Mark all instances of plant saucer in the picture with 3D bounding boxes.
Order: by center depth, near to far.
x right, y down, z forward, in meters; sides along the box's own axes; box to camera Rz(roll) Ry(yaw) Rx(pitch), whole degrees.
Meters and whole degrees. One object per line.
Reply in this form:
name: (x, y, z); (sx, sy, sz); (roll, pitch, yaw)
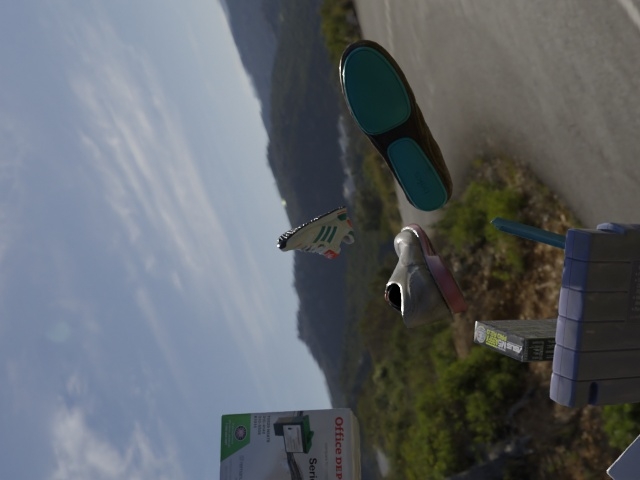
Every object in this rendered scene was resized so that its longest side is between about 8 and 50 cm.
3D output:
plant saucer: (0.431, -0.009, 1.679); (0.067, 0.192, 0.018); (31, -102, -61)

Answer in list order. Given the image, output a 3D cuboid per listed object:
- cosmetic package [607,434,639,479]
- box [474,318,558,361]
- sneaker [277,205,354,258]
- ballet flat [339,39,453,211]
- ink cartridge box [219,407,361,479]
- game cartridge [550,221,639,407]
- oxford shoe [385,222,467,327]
cosmetic package: (0.690, 0.366, 1.547); (0.155, 0.197, 0.365); (44, -154, 27)
box: (0.558, 0.248, 2.162); (0.216, 0.270, 0.060); (-162, 74, -65)
sneaker: (0.000, 0.000, 1.443); (0.161, 0.057, 0.075); (-28, -85, -43)
ballet flat: (0.138, -0.209, 1.502); (0.342, 0.116, 0.124); (56, -154, -23)
ink cartridge box: (-0.047, 0.362, 1.399); (0.092, 0.219, 0.160); (70, -164, -63)
game cartridge: (0.461, 0.093, 1.131); (0.068, 0.355, 0.230); (7, 95, 64)
oxford shoe: (0.173, 0.062, 1.660); (0.123, 0.130, 0.348); (60, -176, -16)
